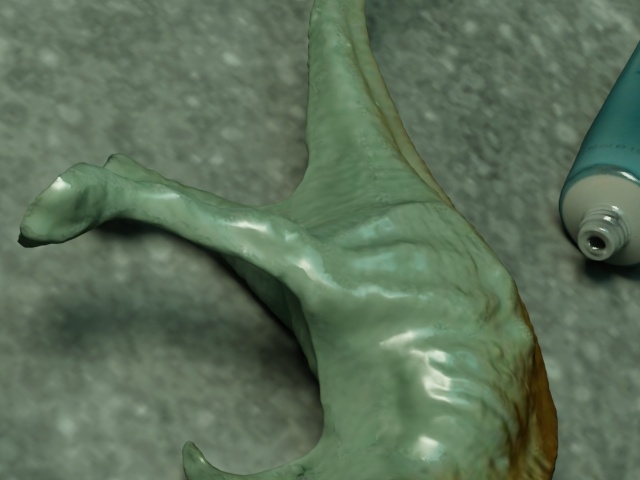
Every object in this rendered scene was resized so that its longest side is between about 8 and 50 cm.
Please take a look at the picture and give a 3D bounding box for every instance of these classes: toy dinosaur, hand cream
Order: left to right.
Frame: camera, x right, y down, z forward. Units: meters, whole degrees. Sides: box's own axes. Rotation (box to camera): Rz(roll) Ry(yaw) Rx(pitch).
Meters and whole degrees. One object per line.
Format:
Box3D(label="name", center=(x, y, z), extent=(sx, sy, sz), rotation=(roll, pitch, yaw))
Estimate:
Box3D(label="toy dinosaur", center=(0.000, 0.000, 0.661), extent=(0.205, 0.092, 0.393), rotation=(22, 46, -9))
Box3D(label="hand cream", center=(0.165, -0.053, 0.822), extent=(0.083, 0.048, 0.224), rotation=(35, 42, 6))
